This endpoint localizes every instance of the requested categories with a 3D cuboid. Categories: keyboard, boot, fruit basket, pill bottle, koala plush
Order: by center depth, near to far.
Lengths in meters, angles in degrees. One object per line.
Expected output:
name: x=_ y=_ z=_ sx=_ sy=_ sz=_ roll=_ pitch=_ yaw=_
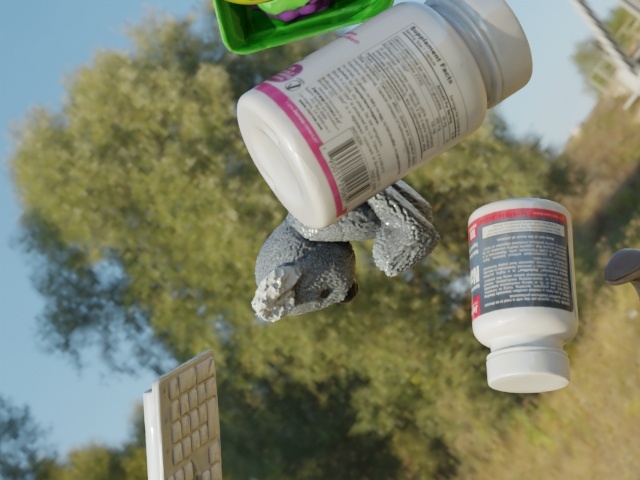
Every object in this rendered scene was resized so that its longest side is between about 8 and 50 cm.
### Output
keyboard: x=-0.063 y=0.188 z=0.635 sx=0.072 sy=0.014 sz=0.256 roll=-19 pitch=-72 yaw=-66
pill bottle: x=0.206 y=0.058 z=1.240 sx=0.108 sy=0.108 sz=0.180 roll=107 pitch=165 yaw=-68
pill bottle: x=0.070 y=-0.148 z=1.271 sx=0.283 sy=0.160 sz=0.160 roll=-32 pitch=-13 yaw=-15
boot: x=0.347 y=0.043 z=1.303 sx=0.118 sy=0.042 sz=0.087 roll=-36 pitch=-55 yaw=-29
koala plush: x=0.000 y=0.000 z=1.490 sx=0.221 sy=0.203 sz=0.196 roll=-50 pitch=6 yaw=13
fruit basket: x=-0.057 y=-0.416 z=1.540 sx=0.283 sy=0.392 sz=0.392 roll=-17 pitch=-15 yaw=-7
